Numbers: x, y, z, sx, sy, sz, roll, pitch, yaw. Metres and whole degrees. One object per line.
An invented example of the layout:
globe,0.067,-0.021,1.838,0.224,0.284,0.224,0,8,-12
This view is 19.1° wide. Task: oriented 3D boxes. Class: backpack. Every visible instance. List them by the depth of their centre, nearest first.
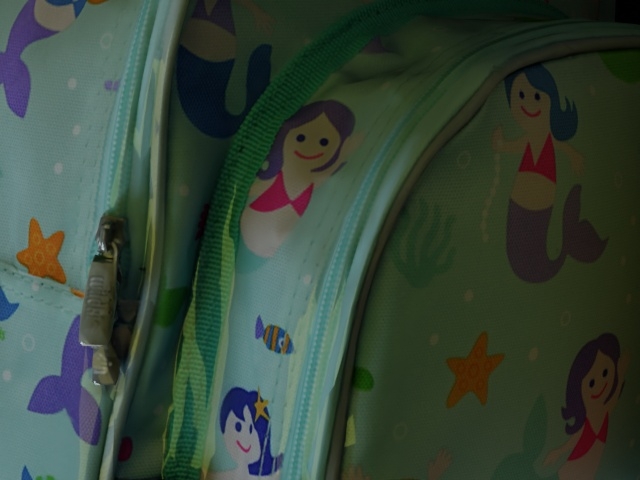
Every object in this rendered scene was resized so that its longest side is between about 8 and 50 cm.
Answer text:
backpack,0.000,0.000,0.513,0.191,0.225,0.253,6,99,40
